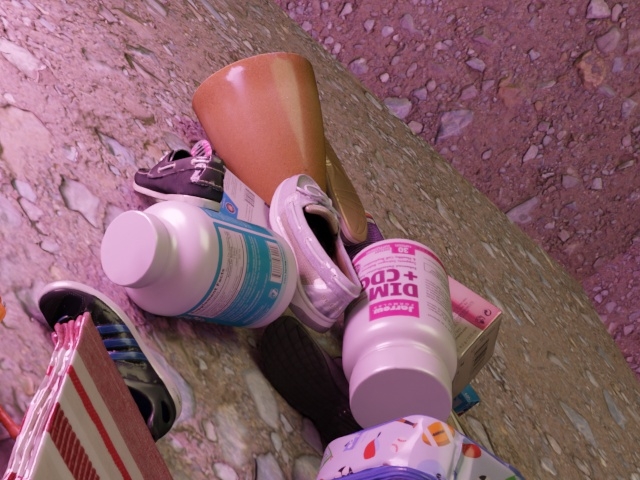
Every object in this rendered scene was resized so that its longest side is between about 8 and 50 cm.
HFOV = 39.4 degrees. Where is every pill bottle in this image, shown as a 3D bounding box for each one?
[{"bbox_3d":[0.086,0.038,1.726,0.108,0.108,0.193,29,26,-43],"label":"pill bottle"},{"bbox_3d":[0.112,0.136,1.276,0.160,0.160,0.283,40,27,-22],"label":"pill bottle"},{"bbox_3d":[-0.157,0.031,1.160,0.264,0.146,0.146,19,35,-55],"label":"pill bottle"}]

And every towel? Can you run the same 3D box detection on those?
[{"bbox_3d":[-0.189,0.243,0.723,0.329,0.037,0.237,-93,166,-60],"label":"towel"}]

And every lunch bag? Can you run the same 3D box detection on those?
[{"bbox_3d":[0.142,0.348,1.085,0.303,0.243,0.115,43,44,-17],"label":"lunch bag"}]

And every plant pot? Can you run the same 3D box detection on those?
[{"bbox_3d":[-0.088,-0.171,1.635,0.237,0.237,0.254,11,56,-60],"label":"plant pot"}]

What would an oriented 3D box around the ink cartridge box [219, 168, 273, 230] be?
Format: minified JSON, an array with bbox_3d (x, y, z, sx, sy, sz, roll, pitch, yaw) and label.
[{"bbox_3d":[-0.115,-0.001,1.402,0.203,0.086,0.148,42,21,-22],"label":"ink cartridge box"}]

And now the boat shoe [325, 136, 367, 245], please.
[{"bbox_3d":[0.004,-0.099,1.728,0.103,0.092,0.285,21,40,-54],"label":"boat shoe"}]

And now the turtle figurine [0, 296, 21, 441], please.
[{"bbox_3d":[-0.357,0.054,0.776,0.217,0.087,0.269,15,39,-56],"label":"turtle figurine"}]

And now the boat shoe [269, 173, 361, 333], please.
[{"bbox_3d":[-0.002,-0.001,1.358,0.118,0.103,0.320,37,26,-29],"label":"boat shoe"}]

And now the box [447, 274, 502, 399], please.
[{"bbox_3d":[0.173,0.134,1.516,0.232,0.127,0.148,35,-29,25],"label":"box"}]

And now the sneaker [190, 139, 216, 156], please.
[{"bbox_3d":[-0.187,-0.120,1.551,0.057,0.047,0.119,29,34,-59],"label":"sneaker"}]

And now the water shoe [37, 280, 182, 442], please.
[{"bbox_3d":[-0.227,0.127,0.941,0.203,0.073,0.080,46,22,-4],"label":"water shoe"}]

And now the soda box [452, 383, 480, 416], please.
[{"bbox_3d":[0.205,0.233,1.669,0.210,0.067,0.071,57,21,23],"label":"soda box"}]

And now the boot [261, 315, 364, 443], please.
[{"bbox_3d":[0.009,0.204,1.312,0.246,0.083,0.161,55,14,-4],"label":"boot"}]

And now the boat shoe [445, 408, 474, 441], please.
[{"bbox_3d":[0.148,0.266,1.416,0.302,0.113,0.103,49,14,0],"label":"boat shoe"}]

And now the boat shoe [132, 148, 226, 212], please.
[{"bbox_3d":[-0.198,-0.090,1.263,0.084,0.079,0.233,8,3,-32],"label":"boat shoe"}]
